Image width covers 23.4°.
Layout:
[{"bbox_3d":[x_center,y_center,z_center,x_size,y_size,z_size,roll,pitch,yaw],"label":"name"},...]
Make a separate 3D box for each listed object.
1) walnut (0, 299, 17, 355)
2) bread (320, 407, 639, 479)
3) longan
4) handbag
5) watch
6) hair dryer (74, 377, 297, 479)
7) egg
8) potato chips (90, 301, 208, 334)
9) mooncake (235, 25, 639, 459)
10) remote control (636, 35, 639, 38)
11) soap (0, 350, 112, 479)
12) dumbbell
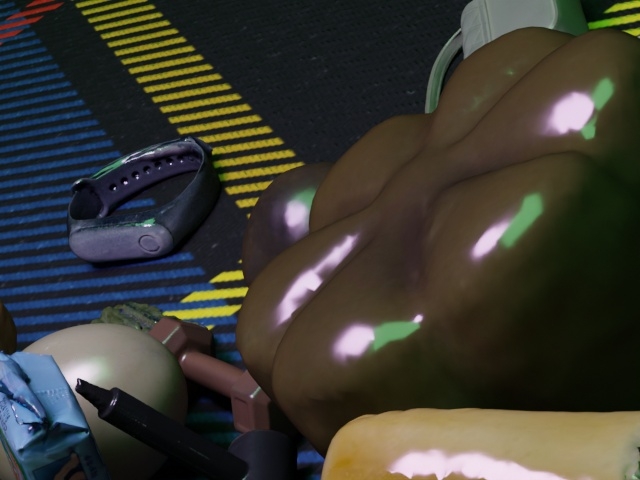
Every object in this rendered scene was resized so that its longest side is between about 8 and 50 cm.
[{"bbox_3d":[-0.481,0.154,1.756,0.296,0.285,0.285,-27,27,47],"label":"walnut"},{"bbox_3d":[0.122,0.306,1.100,0.394,0.250,0.361,-6,60,39],"label":"bread"},{"bbox_3d":[0.000,0.000,1.679,0.187,0.167,0.167,-55,35,3],"label":"longan"},{"bbox_3d":[0.215,-0.225,1.860,0.219,0.079,0.256,-37,25,25],"label":"handbag"},{"bbox_3d":[-0.234,-0.052,2.000,0.206,0.068,0.193,-9,37,24],"label":"watch"},{"bbox_3d":[-0.127,0.206,1.438,0.070,0.255,0.128,-43,30,29],"label":"hair dryer"},{"bbox_3d":[-0.241,0.180,1.592,0.242,0.186,0.186,-33,28,37],"label":"egg"},{"bbox_3d":[-0.210,0.114,1.804,0.207,0.028,0.092,14,56,49],"label":"potato chips"},{"bbox_3d":[0.153,0.024,1.362,0.467,0.262,0.467,-39,22,20],"label":"mooncake"},{"bbox_3d":[0.367,-0.202,1.758,0.190,0.029,0.087,-23,35,13],"label":"remote control"},{"bbox_3d":[-0.231,0.235,1.428,0.077,0.293,0.156,-23,29,-15],"label":"soap"},{"bbox_3d":[-0.103,0.146,1.631,0.082,0.092,0.231,-18,24,-36],"label":"dumbbell"}]
